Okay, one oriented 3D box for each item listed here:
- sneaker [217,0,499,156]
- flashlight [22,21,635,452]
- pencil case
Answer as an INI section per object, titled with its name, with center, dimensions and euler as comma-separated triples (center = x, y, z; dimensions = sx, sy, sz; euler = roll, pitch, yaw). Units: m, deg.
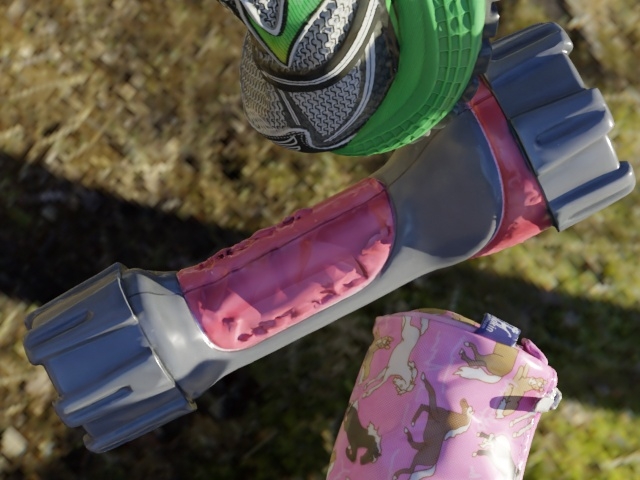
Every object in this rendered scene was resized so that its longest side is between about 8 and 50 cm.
[sneaker]
center = -0.015, -0.133, 0.644
dimensions = 0.146, 0.343, 0.134
euler = -13, 66, -7
[flashlight]
center = 0.000, 0.000, 0.874
dimensions = 0.103, 0.304, 0.103
euler = 64, 1, -10
[pencil case]
center = 0.086, 0.254, 1.526
dimensions = 0.160, 0.167, 0.386
euler = 23, 79, -39
